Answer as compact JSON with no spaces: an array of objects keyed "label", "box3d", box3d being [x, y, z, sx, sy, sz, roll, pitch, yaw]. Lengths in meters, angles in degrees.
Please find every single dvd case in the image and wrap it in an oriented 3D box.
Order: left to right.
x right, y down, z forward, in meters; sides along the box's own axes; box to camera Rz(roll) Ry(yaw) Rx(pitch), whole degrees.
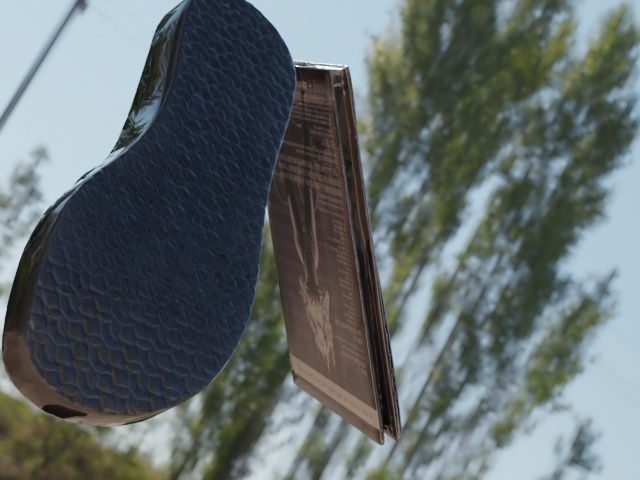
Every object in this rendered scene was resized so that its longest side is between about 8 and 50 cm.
[{"label":"dvd case","box3d":[0.000,0.000,0.959,0.018,0.221,0.164,-11,12,-18]}]

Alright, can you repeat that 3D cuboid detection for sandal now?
[{"label":"sandal","box3d":[-0.070,-0.012,0.689,0.054,0.254,0.097,-31,-65,37]}]
